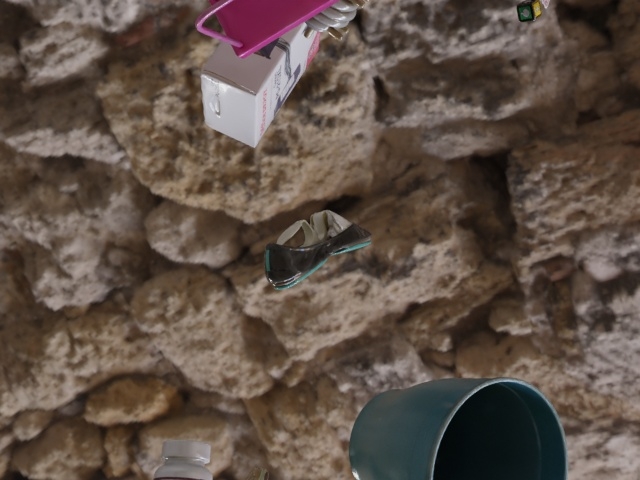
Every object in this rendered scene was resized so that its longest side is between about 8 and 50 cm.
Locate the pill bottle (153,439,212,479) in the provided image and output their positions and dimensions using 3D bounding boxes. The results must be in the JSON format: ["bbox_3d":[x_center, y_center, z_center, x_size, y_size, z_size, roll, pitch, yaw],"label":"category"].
[{"bbox_3d":[-0.283,0.525,1.648,0.121,0.121,0.221,-11,-117,28],"label":"pill bottle"}]

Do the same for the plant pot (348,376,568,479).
[{"bbox_3d":[0.187,0.333,1.236,0.271,0.272,0.255,-38,-162,-28],"label":"plant pot"}]

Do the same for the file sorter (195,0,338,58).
[{"bbox_3d":[-0.100,-0.395,0.920,0.202,0.291,0.182,-27,177,15],"label":"file sorter"}]

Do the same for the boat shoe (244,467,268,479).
[{"bbox_3d":[-0.133,0.425,1.327,0.072,0.068,0.190,15,-168,2],"label":"boat shoe"}]

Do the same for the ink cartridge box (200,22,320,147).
[{"bbox_3d":[-0.091,-0.295,1.318,0.237,0.100,0.172,-60,174,-22],"label":"ink cartridge box"}]

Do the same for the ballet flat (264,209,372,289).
[{"bbox_3d":[0.000,0.000,1.479,0.095,0.096,0.280,-12,-171,39],"label":"ballet flat"}]

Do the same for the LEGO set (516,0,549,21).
[{"bbox_3d":[0.268,-0.382,0.951,0.060,0.182,0.244,4,-118,42],"label":"LEGO set"}]

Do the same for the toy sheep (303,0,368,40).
[{"bbox_3d":[0.013,-0.334,1.142,0.132,0.091,0.091,-51,-173,34],"label":"toy sheep"}]
